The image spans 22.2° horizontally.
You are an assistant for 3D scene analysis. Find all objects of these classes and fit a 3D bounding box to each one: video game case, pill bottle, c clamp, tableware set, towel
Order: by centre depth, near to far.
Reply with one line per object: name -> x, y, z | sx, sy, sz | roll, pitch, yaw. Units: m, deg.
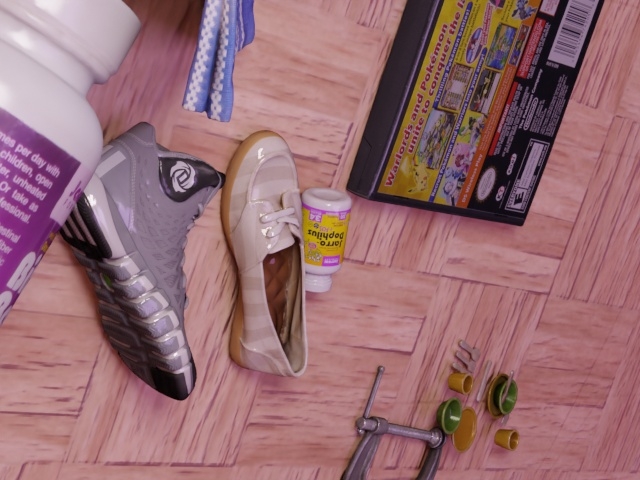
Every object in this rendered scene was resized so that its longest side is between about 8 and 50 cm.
pill bottle -> -0.238, -0.037, 0.997 | 0.302, 0.169, 0.169 | -59, 141, -6
towel -> -0.042, -0.219, 1.056 | 0.040, 0.336, 0.243 | 11, 104, -5
pill bottle -> 0.000, 0.000, 1.383 | 0.043, 0.043, 0.083 | -13, 118, -44
video game case -> 0.151, -0.156, 1.479 | 0.248, 0.035, 0.275 | 8, 104, -50
c clamp -> 0.077, 0.204, 1.594 | 0.160, 0.022, 0.137 | 27, 88, -51
tableware set -> 0.166, 0.172, 1.657 | 0.154, 0.024, 0.104 | 42, 64, -51

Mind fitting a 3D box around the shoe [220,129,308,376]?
shoe -> -0.036, 0.015, 1.338 | 0.076, 0.058, 0.219 | -24, 126, -39

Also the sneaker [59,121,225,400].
sneaker -> -0.110, 0.009, 1.234 | 0.132, 0.086, 0.229 | -44, 136, -28
